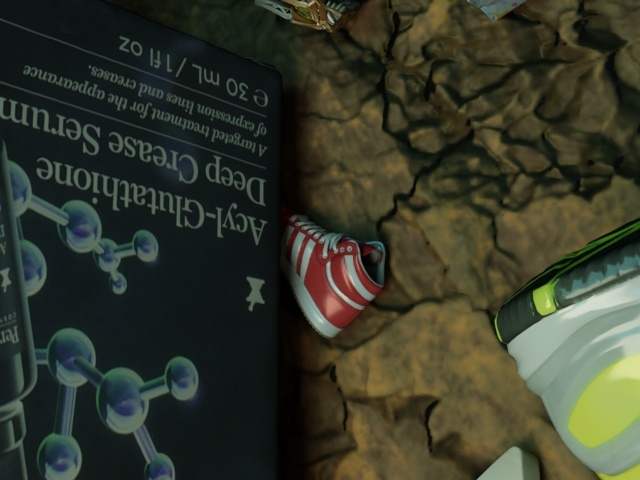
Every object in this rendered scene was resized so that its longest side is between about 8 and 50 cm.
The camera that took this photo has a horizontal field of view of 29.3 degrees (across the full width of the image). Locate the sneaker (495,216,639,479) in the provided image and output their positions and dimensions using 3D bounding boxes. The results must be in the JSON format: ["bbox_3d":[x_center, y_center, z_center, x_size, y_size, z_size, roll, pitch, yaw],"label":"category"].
[{"bbox_3d":[0.281,0.013,0.573,0.385,0.145,0.147,-26,90,26],"label":"sneaker"}]

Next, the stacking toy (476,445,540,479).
[{"bbox_3d":[0.107,0.309,0.739,0.309,0.130,0.279,-40,42,20],"label":"stacking toy"}]

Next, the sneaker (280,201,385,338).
[{"bbox_3d":[0.000,0.000,0.833,0.067,0.042,0.118,-40,73,25],"label":"sneaker"}]

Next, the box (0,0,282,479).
[{"bbox_3d":[-0.197,0.058,0.754,0.212,0.294,0.395,-12,71,41],"label":"box"}]

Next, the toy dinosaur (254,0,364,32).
[{"bbox_3d":[-0.064,-0.296,0.817,0.322,0.164,0.218,41,122,-12],"label":"toy dinosaur"}]

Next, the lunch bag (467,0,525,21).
[{"bbox_3d":[0.114,-0.194,0.774,0.071,0.053,0.083,-29,63,25],"label":"lunch bag"}]
